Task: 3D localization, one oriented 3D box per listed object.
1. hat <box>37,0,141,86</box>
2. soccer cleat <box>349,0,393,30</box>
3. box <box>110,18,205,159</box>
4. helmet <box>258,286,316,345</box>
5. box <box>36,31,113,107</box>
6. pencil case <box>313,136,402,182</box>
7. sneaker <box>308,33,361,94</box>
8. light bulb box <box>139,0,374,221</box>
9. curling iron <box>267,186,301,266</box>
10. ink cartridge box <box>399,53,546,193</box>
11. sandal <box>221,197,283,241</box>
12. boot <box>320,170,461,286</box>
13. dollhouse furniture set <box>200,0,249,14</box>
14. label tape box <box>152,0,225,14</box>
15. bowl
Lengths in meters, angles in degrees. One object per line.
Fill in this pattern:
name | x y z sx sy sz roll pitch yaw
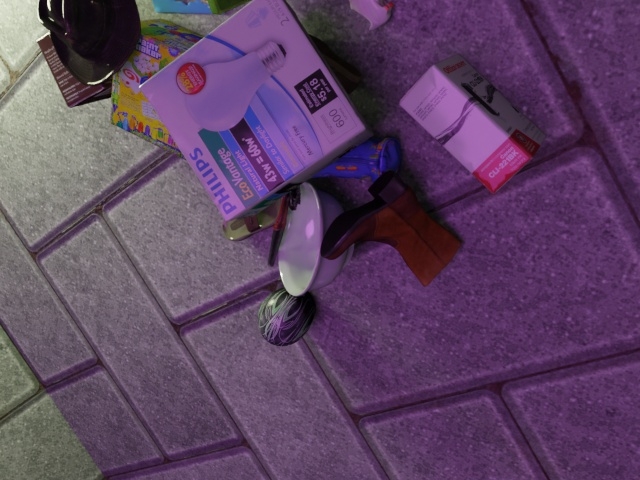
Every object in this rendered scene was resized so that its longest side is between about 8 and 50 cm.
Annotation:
hat | -0.606 -0.560 1.507 0.332 0.134 0.331 2 94 26
soccer cleat | 0.080 -0.561 1.360 0.076 0.068 0.196 -35 96 40
box | -0.388 -0.406 1.632 0.290 0.177 0.279 27 123 17
helmet | -0.102 0.222 1.776 0.170 0.161 0.169 13 118 25
box | -0.655 -0.513 1.739 0.167 0.168 0.203 -15 104 33
pencil case | 0.044 -0.202 1.510 0.306 0.133 0.119 7 110 26
sneaker | 0.008 -0.421 1.466 0.188 0.066 0.071 40 127 8
light bulb box | -0.131 -0.285 1.352 0.361 0.225 0.357 -34 89 12
curling iron | -0.107 -0.036 1.633 0.035 0.068 0.274 6 128 -23
ink cartridge box | 0.324 -0.254 1.283 0.273 0.197 0.114 44 125 4
sandal | -0.195 -0.078 1.712 0.303 0.086 0.120 -34 67 38
boot | 0.168 0.013 1.457 0.280 0.264 0.096 44 174 -26
dollhouse furniture set | -0.245 -0.685 1.348 0.197 0.151 0.301 39 152 51
label tape box | -0.389 -0.710 1.489 0.241 0.106 0.333 11 130 25
bowl | 0.000 0.000 1.592 0.298 0.134 0.297 -175 90 -67
